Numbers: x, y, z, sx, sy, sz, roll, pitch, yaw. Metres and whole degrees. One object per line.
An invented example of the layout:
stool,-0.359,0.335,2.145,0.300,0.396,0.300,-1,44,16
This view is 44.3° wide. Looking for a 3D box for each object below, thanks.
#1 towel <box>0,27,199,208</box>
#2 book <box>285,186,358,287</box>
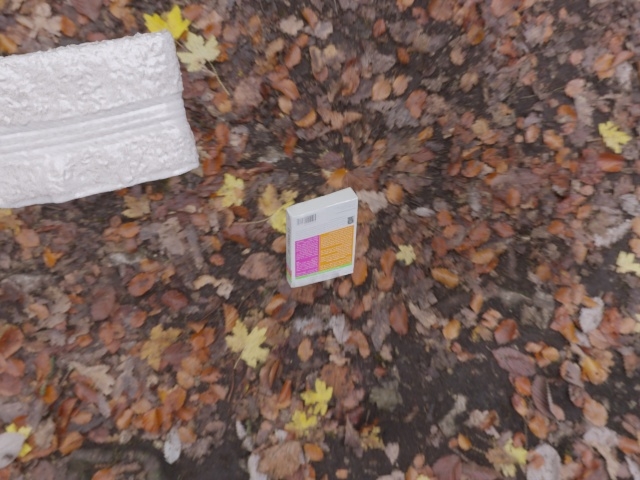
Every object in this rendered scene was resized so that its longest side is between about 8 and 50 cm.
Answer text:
towel,-0.303,-0.149,0.978,0.282,0.049,0.187,-15,114,-15
book,0.000,0.000,1.075,0.096,0.144,0.035,-18,51,-18
